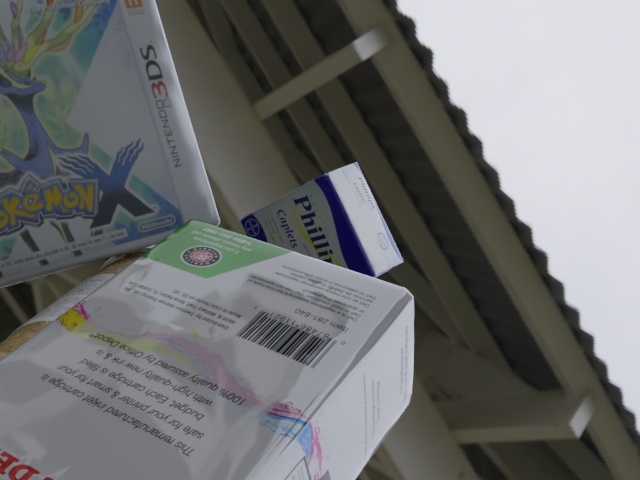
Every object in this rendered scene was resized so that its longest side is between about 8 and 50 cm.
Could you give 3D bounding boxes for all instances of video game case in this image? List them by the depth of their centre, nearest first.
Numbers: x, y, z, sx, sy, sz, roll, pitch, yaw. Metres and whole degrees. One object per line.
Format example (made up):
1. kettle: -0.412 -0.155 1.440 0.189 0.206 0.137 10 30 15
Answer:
1. video game case: -0.299 -0.116 0.853 0.036 0.329 0.300 -13 -86 63

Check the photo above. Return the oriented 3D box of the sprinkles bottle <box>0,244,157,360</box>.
1. sprinkles bottle: -0.222 0.100 0.794 0.121 0.355 0.121 2 -75 8

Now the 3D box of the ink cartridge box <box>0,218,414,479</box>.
1. ink cartridge box: -0.090 0.121 0.524 0.201 0.278 0.117 18 -50 28

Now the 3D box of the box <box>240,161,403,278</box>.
1. box: 0.000 0.000 0.893 0.137 0.072 0.126 -27 -92 35
